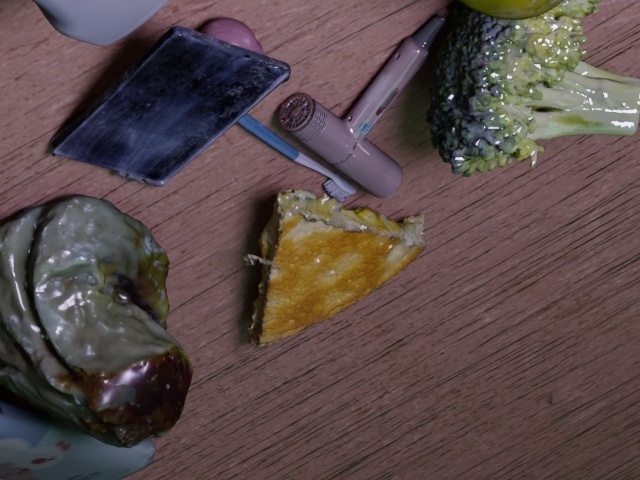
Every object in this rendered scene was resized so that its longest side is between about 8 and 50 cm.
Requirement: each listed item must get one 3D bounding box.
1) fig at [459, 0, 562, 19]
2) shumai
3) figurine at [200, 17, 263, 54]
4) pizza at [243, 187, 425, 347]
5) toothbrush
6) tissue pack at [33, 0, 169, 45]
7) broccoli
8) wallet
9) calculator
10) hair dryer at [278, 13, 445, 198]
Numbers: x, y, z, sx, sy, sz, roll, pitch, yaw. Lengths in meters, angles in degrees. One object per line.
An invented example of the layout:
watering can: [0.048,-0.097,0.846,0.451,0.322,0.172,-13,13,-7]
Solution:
fig: [0.219,-0.362,1.677,0.314,0.233,0.233,-35,138,18]
shumai: [-0.288,0.140,1.907,0.304,0.263,0.309,-34,138,5]
figurine: [-0.105,-0.209,1.788,0.071,0.067,0.083,-17,163,39]
pizza: [0.000,0.000,2.043,0.280,0.075,0.287,-28,147,-3]
toothbrush: [-0.045,-0.110,1.958,0.025,0.019,0.276,-35,139,21]
tissue pack: [-0.250,-0.344,1.452,0.333,0.229,0.236,21,123,-40]
broccoli: [0.248,-0.180,1.882,0.243,0.263,0.247,13,153,-2]
wallet: [-0.409,0.271,2.075,0.252,0.083,0.360,-24,151,29]
calculator: [-0.165,-0.143,1.798,0.161,0.021,0.262,16,142,-37]
hair dryer: [0.086,-0.169,1.951,0.220,0.053,0.195,-44,137,10]
